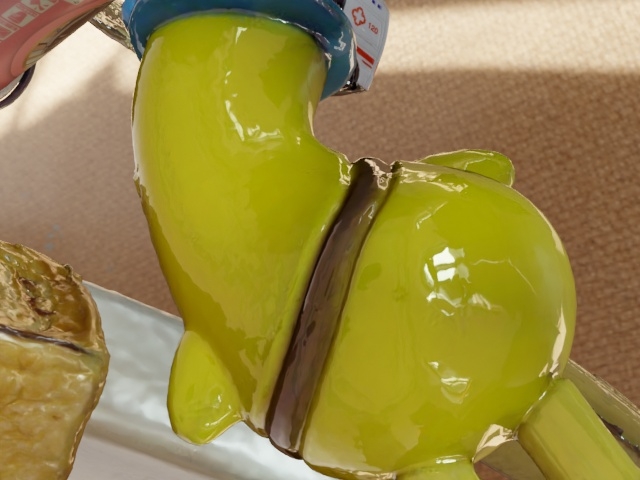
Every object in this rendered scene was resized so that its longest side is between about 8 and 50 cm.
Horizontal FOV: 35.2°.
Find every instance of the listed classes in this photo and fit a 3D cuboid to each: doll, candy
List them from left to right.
[{"bbox_3d":[-0.165,0.186,1.043,0.208,0.359,0.145,-46,25,51],"label":"candy"},{"bbox_3d":[0.000,0.000,0.462,0.363,0.199,0.145,53,160,25],"label":"doll"}]

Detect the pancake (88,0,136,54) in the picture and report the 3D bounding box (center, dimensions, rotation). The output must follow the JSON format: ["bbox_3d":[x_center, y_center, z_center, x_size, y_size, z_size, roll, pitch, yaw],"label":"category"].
[{"bbox_3d":[-0.252,-0.272,1.205,0.021,0.199,0.199,-51,60,14],"label":"pancake"}]

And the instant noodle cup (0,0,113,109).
[{"bbox_3d":[-0.248,-0.255,0.825,0.255,0.244,0.243,-21,75,31],"label":"instant noodle cup"}]

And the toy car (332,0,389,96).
[{"bbox_3d":[-0.032,-0.213,0.898,0.089,0.210,0.108,10,75,51],"label":"toy car"}]

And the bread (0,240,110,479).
[{"bbox_3d":[-0.195,0.074,0.495,0.143,0.158,0.149,-63,19,8],"label":"bread"}]

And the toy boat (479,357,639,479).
[{"bbox_3d":[0.116,0.093,0.670,0.321,0.121,0.089,32,105,-5],"label":"toy boat"}]
